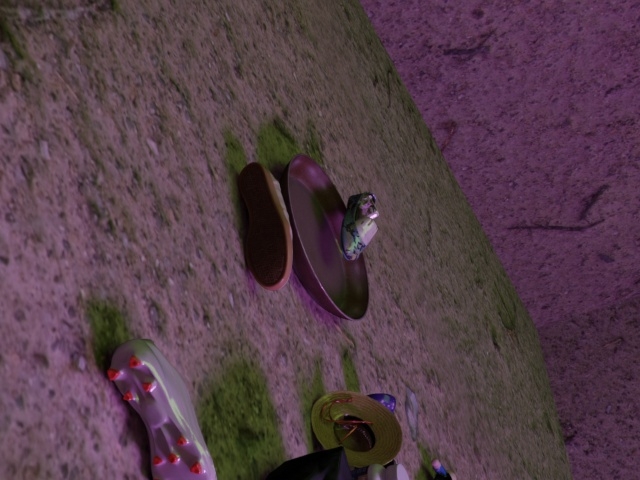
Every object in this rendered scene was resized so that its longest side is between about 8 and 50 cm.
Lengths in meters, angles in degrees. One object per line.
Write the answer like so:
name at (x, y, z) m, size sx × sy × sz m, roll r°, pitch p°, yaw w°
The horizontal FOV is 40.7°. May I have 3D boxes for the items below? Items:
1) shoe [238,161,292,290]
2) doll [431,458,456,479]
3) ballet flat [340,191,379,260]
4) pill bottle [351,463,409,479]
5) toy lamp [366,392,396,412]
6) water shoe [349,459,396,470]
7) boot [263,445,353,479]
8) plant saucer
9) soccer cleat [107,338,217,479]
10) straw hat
shoe at (-0.073, -0.020, 1.286) m, size 0.058 × 0.076 × 0.219 m, roll 36°, pitch 36°, yaw -51°
doll at (0.235, 0.484, 1.664) m, size 0.129 × 0.046 × 0.189 m, roll 71°, pitch 19°, yaw 2°
ballet flat at (0.076, -0.034, 1.586) m, size 0.070 × 0.070 × 0.188 m, roll 58°, pitch 22°, yaw -30°
pill bottle at (0.062, 0.350, 1.201) m, size 0.067 × 0.120 × 0.067 m, roll 55°, pitch 23°, yaw -37°
toy lamp at (0.109, 0.381, 1.369) m, size 0.080 × 0.080 × 0.275 m, roll 46°, pitch 30°, yaw -50°
water shoe at (0.076, 0.393, 1.260) m, size 0.073 × 0.080 × 0.203 m, roll 53°, pitch 24°, yaw -39°
boot at (0.061, 0.475, 1.077) m, size 0.445 × 0.146 × 0.367 m, roll 65°, pitch 12°, yaw 8°
plant saucer at (0.000, 0.000, 1.513) m, size 0.310 × 0.050 × 0.310 m, roll 56°, pitch 22°, yaw -36°
soccer cleat at (-0.149, 0.188, 0.874) m, size 0.196 × 0.068 × 0.076 m, roll 66°, pitch 16°, yaw -1°
straw hat at (0.048, 0.298, 1.296) m, size 0.144 × 0.144 × 0.061 m, roll -87°, pitch -170°, yaw -51°
